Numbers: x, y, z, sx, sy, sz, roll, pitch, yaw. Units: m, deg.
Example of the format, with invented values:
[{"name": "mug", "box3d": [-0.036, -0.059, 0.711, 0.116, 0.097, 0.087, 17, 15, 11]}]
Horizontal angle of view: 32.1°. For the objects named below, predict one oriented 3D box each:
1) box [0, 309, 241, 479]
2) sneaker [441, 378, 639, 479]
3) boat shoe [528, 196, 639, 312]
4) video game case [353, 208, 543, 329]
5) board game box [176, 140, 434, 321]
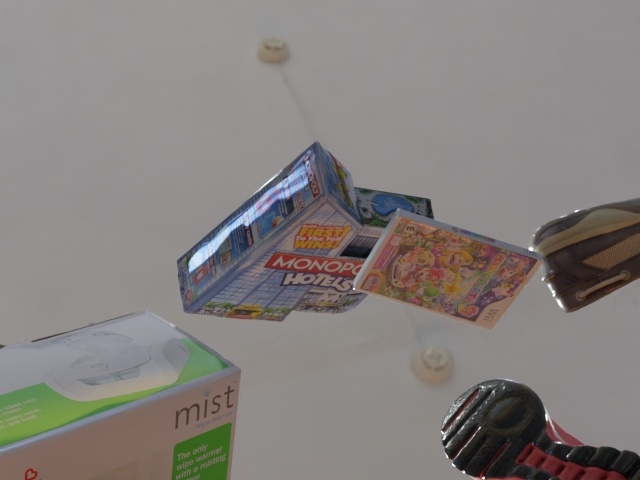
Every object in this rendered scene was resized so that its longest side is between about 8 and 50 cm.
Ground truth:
[{"name": "box", "box3d": [-0.200, 0.197, 0.791, 0.127, 0.231, 0.262, 26, -153, 39]}, {"name": "sneaker", "box3d": [0.239, 0.253, 1.131, 0.116, 0.136, 0.314, -43, -146, -13]}, {"name": "boat shoe", "box3d": [0.429, -0.002, 1.308, 0.355, 0.132, 0.130, -18, -96, 19]}, {"name": "video game case", "box3d": [0.098, 0.024, 0.862, 0.122, 0.087, 0.011, 17, -138, -14]}, {"name": "board game box", "box3d": [0.000, 0.000, 0.983, 0.194, 0.194, 0.060, 7, -127, -29]}]
